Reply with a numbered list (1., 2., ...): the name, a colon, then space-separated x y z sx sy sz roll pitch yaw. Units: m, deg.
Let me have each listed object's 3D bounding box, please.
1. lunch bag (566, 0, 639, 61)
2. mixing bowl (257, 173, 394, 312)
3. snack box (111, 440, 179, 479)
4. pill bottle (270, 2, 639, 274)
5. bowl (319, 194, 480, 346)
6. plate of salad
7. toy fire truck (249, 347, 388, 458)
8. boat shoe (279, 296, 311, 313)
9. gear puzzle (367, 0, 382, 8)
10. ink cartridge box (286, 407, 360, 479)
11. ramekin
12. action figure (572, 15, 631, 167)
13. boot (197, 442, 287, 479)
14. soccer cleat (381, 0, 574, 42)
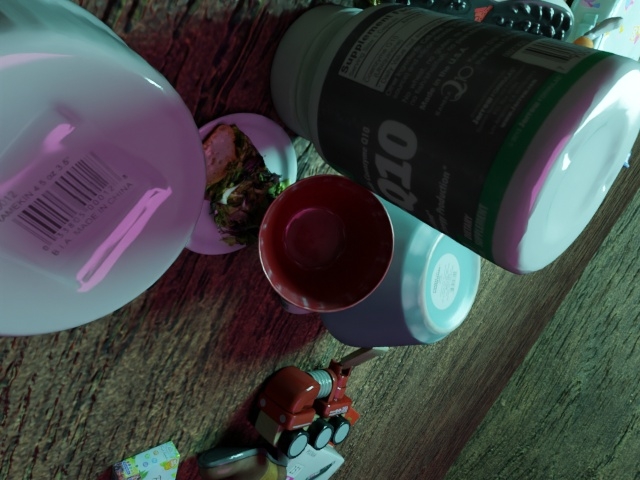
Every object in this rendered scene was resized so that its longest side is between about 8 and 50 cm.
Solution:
1. lunch bag: 0.597 -0.412 0.998 0.224 0.108 0.279 -20 131 -29
2. mixing bowl: 0.000 0.000 0.644 0.181 0.098 0.181 -1 96 -11
3. snack box: -0.300 0.417 0.779 0.100 0.037 0.141 -9 126 -42
4. pill bottle: 0.116 -0.136 0.507 0.204 0.361 0.204 -27 135 -30
5. bowl: 0.154 0.049 0.777 0.311 0.163 0.311 -9 103 -44
6. plate of salad: -0.105 -0.063 0.593 0.200 0.048 0.200 -27 136 -30
7. toy fire truck: 0.007 0.294 0.930 0.217 0.158 0.246 14 96 -50
8. boat shoe: 0.031 0.073 0.818 0.219 0.078 0.070 -11 127 -39
9. gear puzzle: 0.180 -0.409 0.627 0.339 0.044 0.175 -45 144 -6
10. ink cartridge box: 0.000 0.515 1.155 0.239 0.060 0.275 -44 142 -9
11. ramekin: -0.233 -0.055 0.384 0.277 0.135 0.277 -30 138 -31
12. action figure: 0.382 -0.247 0.785 0.341 0.178 0.330 29 83 -26
13. boot: -0.149 0.541 0.873 0.264 0.096 0.280 48 40 -61
14. soccer cleat: 0.177 -0.328 0.578 0.318 0.116 0.108 11 146 -23
